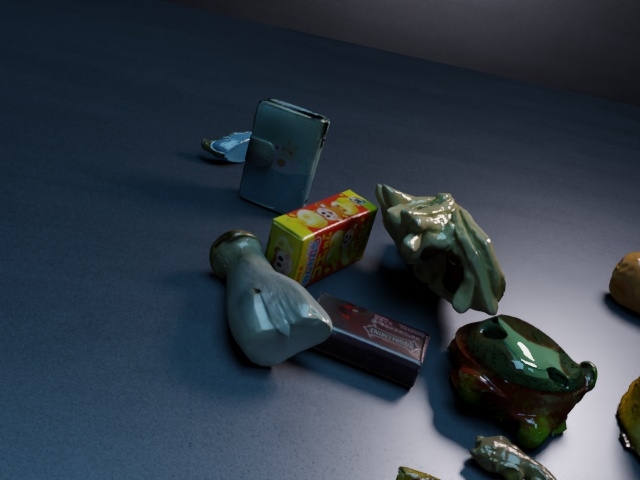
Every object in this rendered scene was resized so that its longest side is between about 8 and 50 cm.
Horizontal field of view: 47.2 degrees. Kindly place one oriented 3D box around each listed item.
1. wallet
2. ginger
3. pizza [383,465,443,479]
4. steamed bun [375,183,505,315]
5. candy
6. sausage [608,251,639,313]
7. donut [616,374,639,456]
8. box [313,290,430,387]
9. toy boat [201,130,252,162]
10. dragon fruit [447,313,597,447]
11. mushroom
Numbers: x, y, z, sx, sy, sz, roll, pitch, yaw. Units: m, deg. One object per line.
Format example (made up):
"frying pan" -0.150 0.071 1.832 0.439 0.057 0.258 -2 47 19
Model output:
"wallet" -0.088 -0.193 1.712 0.176 0.251 0.075 22 26 11
"ginger" 0.320 0.368 1.169 0.173 0.051 0.069 30 36 26
"pizza" 0.140 0.393 1.014 0.154 0.069 0.194 26 29 15
"steamed bun" 0.227 -0.006 1.548 0.189 0.247 0.428 -10 22 -7
"candy" 0.000 0.000 1.541 0.088 0.146 0.276 33 32 26
"sausage" 0.812 0.126 1.745 0.241 0.136 0.120 33 27 20
"donut" 0.765 0.347 1.309 0.377 0.164 0.435 -14 41 -41
"box" 0.084 0.180 1.353 0.224 0.069 0.120 22 30 8
"toy boat" -0.225 -0.252 1.923 0.077 0.075 0.185 37 40 28
"dragon fruit" 0.360 0.237 1.341 0.268 0.130 0.295 12 29 -18
"mushroom" -0.108 0.094 1.348 0.159 0.122 0.329 -6 33 -21
